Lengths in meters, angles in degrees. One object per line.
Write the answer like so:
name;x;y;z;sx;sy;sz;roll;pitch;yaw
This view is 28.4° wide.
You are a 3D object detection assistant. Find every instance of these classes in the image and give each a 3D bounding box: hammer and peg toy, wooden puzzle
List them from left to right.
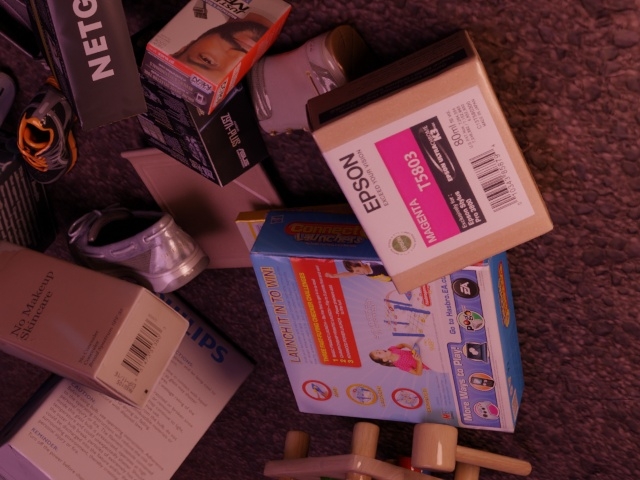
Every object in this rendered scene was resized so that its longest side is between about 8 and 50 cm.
wooden puzzle;-0.132;-0.051;1.725;0.221;0.044;0.238;-3;133;39
hammer and peg toy;0.115;0.350;1.800;0.266;0.127;0.361;22;158;-28

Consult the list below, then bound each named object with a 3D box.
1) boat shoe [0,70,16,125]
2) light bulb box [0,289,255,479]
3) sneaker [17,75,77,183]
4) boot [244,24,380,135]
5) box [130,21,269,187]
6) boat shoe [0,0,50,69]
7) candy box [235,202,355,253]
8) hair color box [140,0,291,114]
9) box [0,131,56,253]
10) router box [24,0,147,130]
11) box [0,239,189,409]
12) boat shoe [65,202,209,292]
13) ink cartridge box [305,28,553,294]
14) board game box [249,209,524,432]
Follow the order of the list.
boat shoe;-0.510;-0.140;1.787;0.076;0.226;0.083;18;161;39
light bulb box;-0.348;0.301;2.004;0.225;0.361;0.358;43;143;-8
sneaker;-0.395;-0.144;1.790;0.084;0.083;0.215;30;144;5
boot;0.013;-0.139;1.483;0.165;0.077;0.213;-10;119;43
box;-0.161;-0.167;1.536;0.180;0.077;0.147;30;149;47
boat shoe;-0.382;-0.283;1.617;0.335;0.095;0.112;39;143;-5
candy box;0.000;0.000;1.646;0.206;0.027;0.105;-4;133;22
hair color box;-0.115;-0.226;1.411;0.093;0.167;0.053;32;143;4
box;-0.637;0.004;1.877;0.294;0.395;0.212;19;139;20
router box;-0.289;-0.312;1.395;0.243;0.081;0.308;-126;22;-50
box;-0.356;0.115;1.795;0.311;0.148;0.121;14;160;36
boat shoe;-0.274;-0.006;1.784;0.320;0.118;0.103;16;139;55
ink cartridge box;0.120;-0.081;1.380;0.193;0.088;0.234;-25;120;10
board game box;0.093;0.105;1.627;0.302;0.086;0.308;3;134;20
